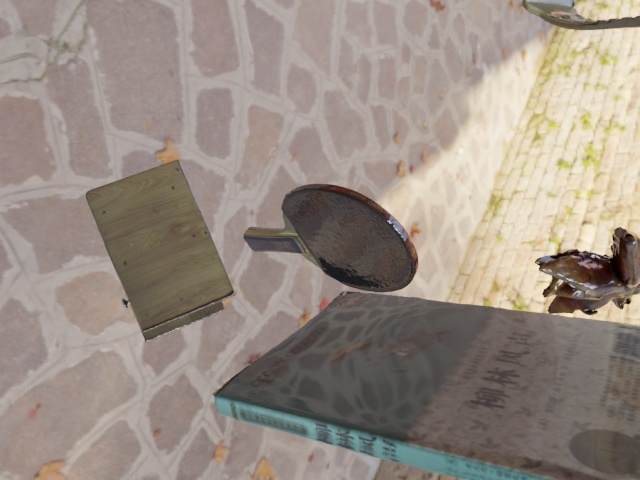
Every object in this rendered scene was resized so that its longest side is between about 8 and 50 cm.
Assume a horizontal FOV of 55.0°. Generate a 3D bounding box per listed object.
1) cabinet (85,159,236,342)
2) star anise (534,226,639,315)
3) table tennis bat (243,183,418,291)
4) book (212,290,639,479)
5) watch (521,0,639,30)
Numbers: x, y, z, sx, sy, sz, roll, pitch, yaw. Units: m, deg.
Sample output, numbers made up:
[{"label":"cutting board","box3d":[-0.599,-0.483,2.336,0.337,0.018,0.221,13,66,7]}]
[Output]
[{"label":"cabinet","box3d":[-0.244,0.026,0.928,0.148,0.175,0.215,-23,84,-18]},{"label":"star anise","box3d":[0.434,0.045,0.888,0.288,0.288,0.088,27,45,-51]},{"label":"table tennis bat","box3d":[0.000,0.000,0.432,0.014,0.158,0.095,-53,124,-29]},{"label":"book","box3d":[0.128,0.120,0.553,0.264,0.379,0.031,-30,119,-55]},{"label":"watch","box3d":[0.249,-0.254,0.492,0.102,0.268,0.165,-3,109,-19]}]
